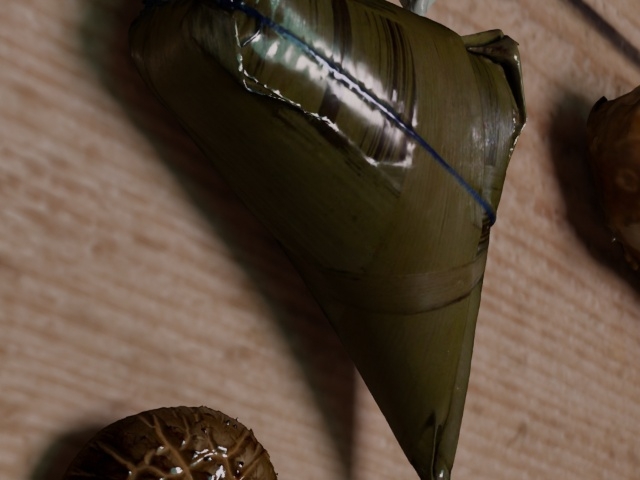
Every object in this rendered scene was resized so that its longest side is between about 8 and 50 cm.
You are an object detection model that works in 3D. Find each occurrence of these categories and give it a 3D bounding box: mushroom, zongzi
[{"bbox_3d":[-0.076,0.144,0.748,0.109,0.085,0.126,28,77,-48],"label":"mushroom"},{"bbox_3d":[0.000,0.000,0.831,0.260,0.123,0.289,15,80,-44],"label":"zongzi"}]

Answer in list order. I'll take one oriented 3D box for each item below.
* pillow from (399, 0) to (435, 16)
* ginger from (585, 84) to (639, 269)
[{"bbox_3d":[0.102,-0.243,0.996,0.254,0.078,0.144,-33,107,-46],"label":"pillow"},{"bbox_3d":[0.345,0.027,1.201,0.418,0.176,0.254,37,54,-49],"label":"ginger"}]
